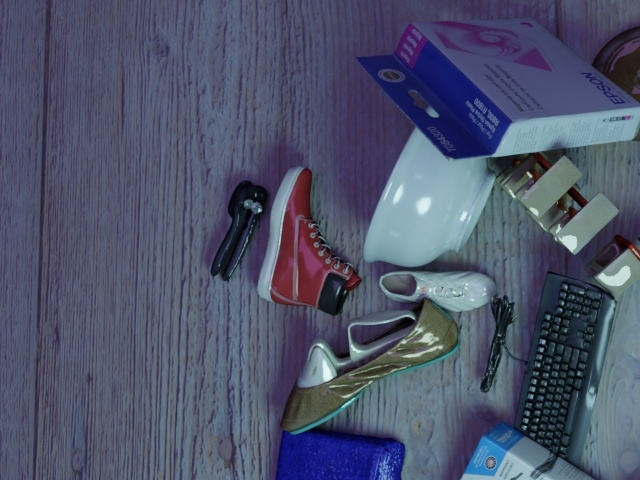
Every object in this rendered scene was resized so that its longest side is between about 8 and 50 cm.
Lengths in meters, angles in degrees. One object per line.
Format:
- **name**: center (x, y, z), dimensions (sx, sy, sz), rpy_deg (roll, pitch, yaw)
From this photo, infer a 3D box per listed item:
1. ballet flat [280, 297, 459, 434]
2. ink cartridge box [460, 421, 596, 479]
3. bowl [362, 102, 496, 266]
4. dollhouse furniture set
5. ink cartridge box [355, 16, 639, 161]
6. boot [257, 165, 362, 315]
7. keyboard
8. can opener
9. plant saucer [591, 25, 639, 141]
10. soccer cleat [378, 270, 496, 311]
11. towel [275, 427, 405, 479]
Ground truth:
- **ballet flat**: center (0.060, 0.193, 1.991), dimensions (0.342, 0.116, 0.124), rpy_deg (-28, 109, 11)
- **ink cartridge box**: center (0.322, 0.402, 1.869), dimensions (0.203, 0.086, 0.148), rpy_deg (31, 112, 23)
- **bowl**: center (0.191, -0.072, 1.921), dimensions (0.134, 0.298, 0.298), rpy_deg (25, 90, 11)
- **dollhouse furniture set**: center (0.408, -0.051, 1.855), dimensions (0.259, 0.262, 0.135), rpy_deg (45, 96, -6)
- **ink cartridge box**: center (0.269, -0.244, 1.857), dimensions (0.324, 0.330, 0.071), rpy_deg (54, 142, 45)
- **boot**: center (0.000, 0.000, 2.083), dimensions (0.176, 0.088, 0.244), rpy_deg (11, 93, 22)
- **keyboard**: center (0.338, 0.201, 1.889), dimensions (0.201, 0.033, 0.317), rpy_deg (18, 107, 31)
- **can opener**: center (-0.145, -0.015, 2.162), dimensions (0.059, 0.073, 0.186), rpy_deg (17, 90, -16)
- **plant saucer**: center (0.530, -0.259, 1.952), dimensions (0.198, 0.036, 0.199), rpy_deg (-3, 81, 20)
- **soccer cleat**: center (0.191, 0.081, 1.999), dimensions (0.196, 0.076, 0.068), rpy_deg (1, 81, 21)
- **towel**: center (0.018, 0.471, 1.998), dimensions (0.227, 0.076, 0.308), rpy_deg (4, 82, 21)
